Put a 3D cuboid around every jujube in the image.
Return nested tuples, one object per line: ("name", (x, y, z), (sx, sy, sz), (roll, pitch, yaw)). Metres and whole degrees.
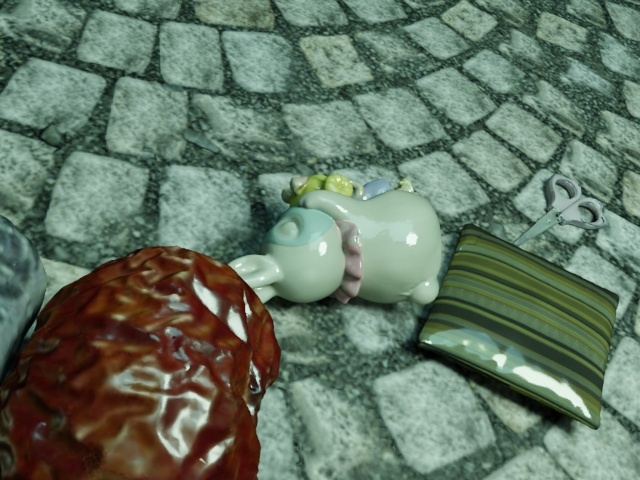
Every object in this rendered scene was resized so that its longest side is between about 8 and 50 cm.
("jujube", (-0.136, 0.124, 0.522), (0.213, 0.213, 0.232), (14, 41, -9))

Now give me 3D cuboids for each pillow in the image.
("pillow", (0.232, 0.089, 0.796), (0.208, 0.052, 0.212), (27, 46, 6))

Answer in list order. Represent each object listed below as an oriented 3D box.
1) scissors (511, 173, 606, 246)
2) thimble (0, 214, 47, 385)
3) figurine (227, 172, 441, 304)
("scissors", (0.315, -0.030, 0.951), (0.189, 0.015, 0.100), (-28, 68, -35))
("thimble", (-0.331, 0.055, 0.495), (0.246, 0.217, 0.157), (-12, 44, 25))
("figurine", (0.000, 0.000, 0.738), (0.236, 0.127, 0.155), (-1, 71, -18))
